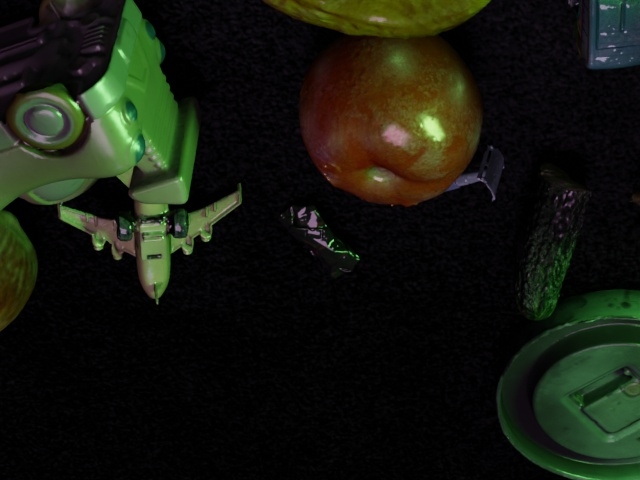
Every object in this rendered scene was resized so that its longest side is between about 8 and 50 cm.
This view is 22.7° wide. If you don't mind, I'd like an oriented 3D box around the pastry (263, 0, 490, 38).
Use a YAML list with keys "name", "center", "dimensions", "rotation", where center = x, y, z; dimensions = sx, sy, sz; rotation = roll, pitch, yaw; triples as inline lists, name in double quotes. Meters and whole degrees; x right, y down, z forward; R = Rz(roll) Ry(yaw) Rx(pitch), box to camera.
- name: "pastry"
  center: [0.054, -0.343, 1.612]
  dimensions: [0.356, 0.164, 0.356]
  rotation: [6, 149, 4]

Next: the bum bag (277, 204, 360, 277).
- name: "bum bag"
  center: [0.000, -0.001, 2.027]
  dimensions: [0.058, 0.034, 0.124]
  rotation: [-23, 125, 34]

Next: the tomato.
- name: "tomato"
  center: [0.080, -0.147, 1.792]
  dimensions: [0.208, 0.184, 0.208]
  rotation: [8, 154, 4]

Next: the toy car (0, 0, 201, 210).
- name: "toy car"
  center: [-0.330, -0.125, 1.830]
  dimensions: [0.336, 0.242, 0.226]
  rotation: [-18, 129, 19]

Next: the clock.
- name: "clock"
  center: [0.395, 0.199, 2.134]
  dimensions: [0.325, 0.067, 0.325]
  rotation: [3, 131, 4]

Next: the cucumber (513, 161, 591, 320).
- name: "cucumber"
  center: [0.280, 0.007, 1.979]
  dimensions: [0.074, 0.074, 0.241]
  rotation: [8, 132, 0]

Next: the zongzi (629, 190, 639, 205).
- name: "zongzi"
  center: [0.529, 0.023, 1.932]
  dimensions: [0.274, 0.125, 0.251]
  rotation: [-8, 122, 16]

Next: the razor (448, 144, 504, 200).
- name: "razor"
  center: [0.154, -0.071, 1.945]
  dimensions: [0.135, 0.068, 0.040]
  rotation: [-12, 127, 30]

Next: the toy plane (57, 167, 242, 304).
- name: "toy plane"
  center: [-0.212, -0.013, 2.007]
  dimensions: [0.229, 0.092, 0.244]
  rotation: [-5, 128, -8]

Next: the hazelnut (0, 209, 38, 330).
- name: "hazelnut"
  center: [-0.465, 0.037, 2.029]
  dimensions: [0.214, 0.176, 0.214]
  rotation: [-25, 143, -21]

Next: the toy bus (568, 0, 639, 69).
- name: "toy bus"
  center: [0.310, -0.301, 1.691]
  dimensions: [0.091, 0.109, 0.261]
  rotation: [-6, 131, 3]
